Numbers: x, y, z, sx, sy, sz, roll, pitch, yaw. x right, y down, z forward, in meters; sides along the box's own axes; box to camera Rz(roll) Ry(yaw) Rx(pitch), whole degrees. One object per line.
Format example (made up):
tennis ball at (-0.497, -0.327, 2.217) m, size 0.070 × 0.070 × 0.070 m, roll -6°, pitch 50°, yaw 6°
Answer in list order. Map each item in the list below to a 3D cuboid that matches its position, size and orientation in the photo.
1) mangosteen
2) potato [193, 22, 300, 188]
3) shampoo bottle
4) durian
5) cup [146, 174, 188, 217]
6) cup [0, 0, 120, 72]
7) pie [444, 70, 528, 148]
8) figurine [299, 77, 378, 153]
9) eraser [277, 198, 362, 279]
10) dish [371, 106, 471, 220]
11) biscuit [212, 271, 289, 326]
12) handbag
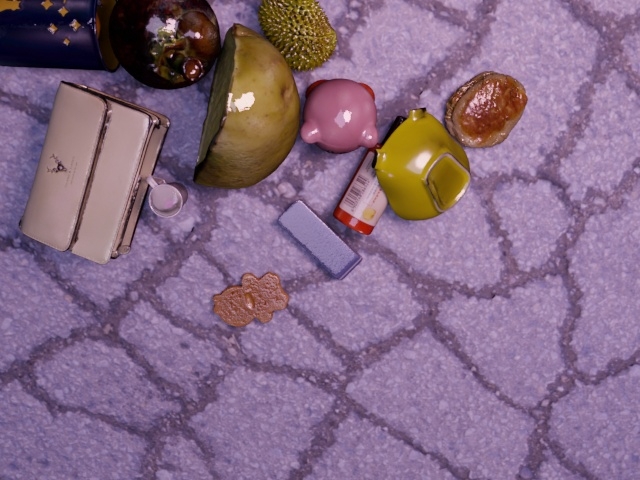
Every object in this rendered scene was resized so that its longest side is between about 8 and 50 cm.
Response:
mangosteen at (-0.316, -0.410, 1.290) m, size 0.231 × 0.289 × 0.231 m, roll -10°, pitch 128°, yaw -13°
potato at (-0.121, -0.272, 1.299) m, size 0.212 × 0.280 × 0.330 m, roll 11°, pitch 85°, yaw -18°
shampoo bottle at (0.137, -0.155, 1.440) m, size 0.104 × 0.104 × 0.278 m, roll 28°, pitch 100°, yaw -7°
durian at (-0.055, -0.456, 1.345) m, size 0.146 × 0.159 × 0.198 m, roll -44°, pitch 99°, yaw 2°
cup at (-0.356, -0.109, 1.434) m, size 0.074 × 0.116 × 0.104 m, roll -41°, pitch 101°, yaw 8°
cup at (-0.572, -0.485, 1.356) m, size 0.256 × 0.255 × 0.178 m, roll 3°, pitch 139°, yaw 1°
pie at (0.384, -0.300, 1.431) m, size 0.193 × 0.079 × 0.163 m, roll -43°, pitch 104°, yaw 5°
figurine at (0.044, -0.273, 1.382) m, size 0.173 × 0.173 × 0.173 m, roll 0°, pitch 102°, yaw -1°
eraser at (0.000, 0.000, 1.504) m, size 0.225 × 0.036 × 0.082 m, roll 43°, pitch 98°, yaw -9°
dish at (0.247, -0.151, 1.378) m, size 0.221 × 0.108 × 0.262 m, roll -49°, pitch 133°, yaw -4°
biscuit at (-0.170, 0.151, 1.538) m, size 0.184 × 0.027 × 0.133 m, roll -35°, pitch 101°, yaw 8°
handbag at (-0.516, -0.152, 1.404) m, size 0.236 × 0.160 × 0.358 m, roll 21°, pitch 101°, yaw 2°
